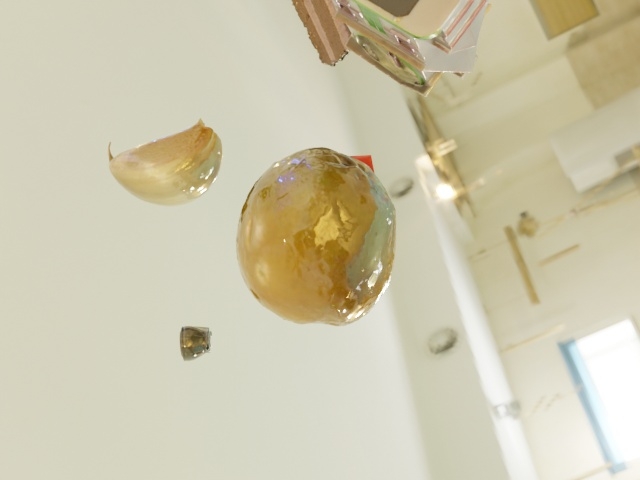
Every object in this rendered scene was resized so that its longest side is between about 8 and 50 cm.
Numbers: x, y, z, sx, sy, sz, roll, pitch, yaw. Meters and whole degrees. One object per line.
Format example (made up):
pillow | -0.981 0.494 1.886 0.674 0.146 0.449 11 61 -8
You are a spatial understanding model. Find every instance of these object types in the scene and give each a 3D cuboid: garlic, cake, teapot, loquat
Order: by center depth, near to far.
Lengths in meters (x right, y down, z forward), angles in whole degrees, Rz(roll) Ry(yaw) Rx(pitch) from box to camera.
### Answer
loquat | 0.000 0.000 1.570 0.276 0.283 0.276 24 -157 -11
teapot | -0.233 0.187 1.797 0.088 0.057 0.066 -99 6 -66
garlic | -0.314 -0.150 1.944 0.145 0.245 0.164 54 -155 -72
cake | -0.004 -0.536 2.143 0.113 0.116 0.295 -5 -109 -44

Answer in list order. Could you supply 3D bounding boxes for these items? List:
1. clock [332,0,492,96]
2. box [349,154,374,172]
clock | 0.126 -0.325 1.368 0.235 0.166 0.309 36 -179 21
box | 0.024 -0.107 1.758 0.048 0.152 0.100 86 179 -46
